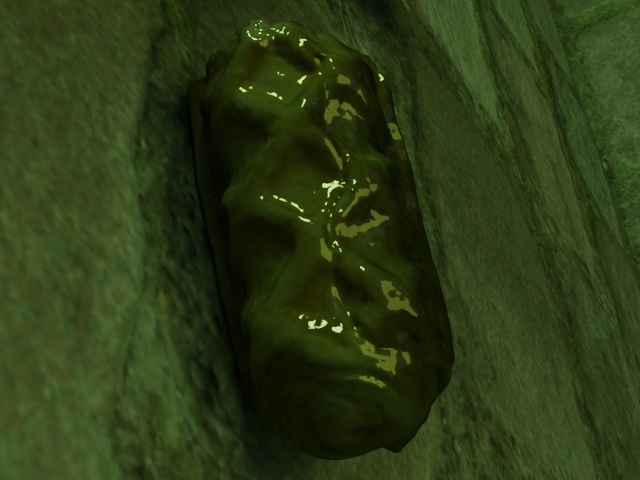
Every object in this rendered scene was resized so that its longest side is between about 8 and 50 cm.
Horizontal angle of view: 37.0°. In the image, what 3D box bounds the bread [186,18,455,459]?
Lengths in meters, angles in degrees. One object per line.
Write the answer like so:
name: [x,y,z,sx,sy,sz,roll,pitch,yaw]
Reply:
bread: [0.000,0.000,0.575,0.152,0.129,0.268,42,31,-59]
